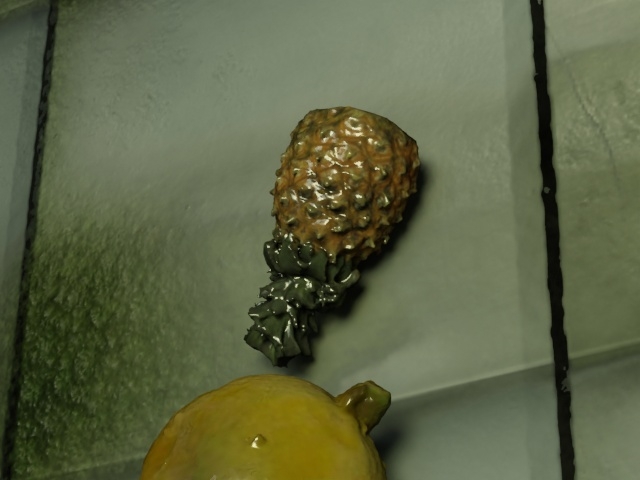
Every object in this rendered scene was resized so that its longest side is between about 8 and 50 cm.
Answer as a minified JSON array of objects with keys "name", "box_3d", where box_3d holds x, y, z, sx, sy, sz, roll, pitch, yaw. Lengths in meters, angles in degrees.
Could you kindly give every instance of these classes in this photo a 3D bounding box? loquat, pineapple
[{"name":"loquat","box_3d":[-0.031,0.169,1.083,0.204,0.149,0.172,-43,44,-6]},{"name":"pineapple","box_3d":[0.000,0.000,1.183,0.108,0.108,0.197,17,81,40]}]
